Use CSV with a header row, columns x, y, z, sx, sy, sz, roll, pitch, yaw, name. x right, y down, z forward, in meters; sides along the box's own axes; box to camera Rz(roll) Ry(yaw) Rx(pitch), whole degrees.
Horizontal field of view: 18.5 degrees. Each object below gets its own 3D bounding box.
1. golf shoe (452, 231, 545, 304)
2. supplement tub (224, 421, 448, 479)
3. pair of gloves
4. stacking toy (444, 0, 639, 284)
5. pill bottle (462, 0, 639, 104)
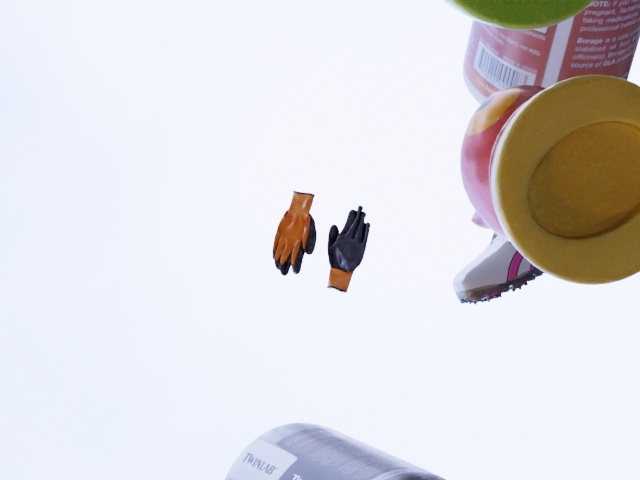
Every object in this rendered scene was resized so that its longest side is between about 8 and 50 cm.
x,y,z,sx,sy,sz,roll,pitch,yaw,name
0.189,-0.006,1.858,0.186,0.067,0.086,-32,-82,-27,golf shoe
0.026,0.189,1.236,0.117,0.190,0.117,-6,-79,-31,supplement tub
0.000,0.000,1.645,0.010,0.083,0.074,22,-95,-66,pair of gloves
0.184,-0.154,1.187,0.309,0.130,0.280,-30,-80,-11,stacking toy
0.178,-0.194,1.392,0.121,0.121,0.216,-25,-40,-38,pill bottle
